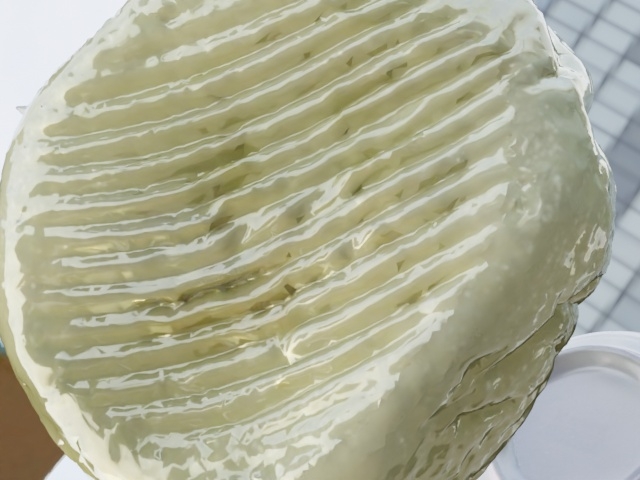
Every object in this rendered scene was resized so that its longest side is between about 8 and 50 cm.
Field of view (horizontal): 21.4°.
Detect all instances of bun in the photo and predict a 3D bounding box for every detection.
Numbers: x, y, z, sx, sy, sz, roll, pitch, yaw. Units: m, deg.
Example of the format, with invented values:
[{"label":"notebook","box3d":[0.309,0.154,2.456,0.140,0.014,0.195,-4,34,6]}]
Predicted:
[{"label":"bun","box3d":[0.000,0.000,0.957,0.349,0.352,0.227,-17,-13,17]}]

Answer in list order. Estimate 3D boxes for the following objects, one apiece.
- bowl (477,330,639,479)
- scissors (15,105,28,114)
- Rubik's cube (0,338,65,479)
[{"label":"bowl","box3d":[0.235,0.189,1.412,0.287,0.287,0.144,-46,-45,-12]},{"label":"scissors","box3d":[-0.154,-0.100,1.392,0.109,0.300,0.022,-32,-63,-42]},{"label":"Rubik's cube","box3d":[-0.420,0.083,1.156,0.347,0.346,0.344,-52,-42,9]}]
